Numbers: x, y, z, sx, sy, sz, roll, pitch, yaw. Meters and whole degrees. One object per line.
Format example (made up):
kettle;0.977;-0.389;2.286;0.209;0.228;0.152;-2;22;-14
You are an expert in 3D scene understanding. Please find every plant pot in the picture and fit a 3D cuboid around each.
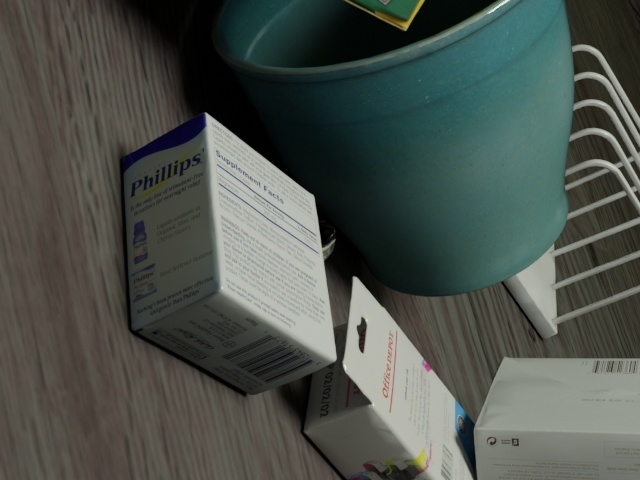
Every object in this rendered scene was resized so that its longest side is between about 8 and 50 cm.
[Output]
plant pot;0.083;-0.103;1.070;0.272;0.271;0.255;-80;154;-53

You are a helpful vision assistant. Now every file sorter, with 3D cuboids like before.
file sorter;0.282;-0.069;1.528;0.193;0.173;0.278;53;26;-26

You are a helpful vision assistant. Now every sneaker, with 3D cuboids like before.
sneaker;0.000;0.000;1.043;0.032;0.037;0.083;64;22;3

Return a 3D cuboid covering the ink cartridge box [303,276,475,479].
ink cartridge box;0.045;0.127;0.982;0.181;0.061;0.104;52;27;-29

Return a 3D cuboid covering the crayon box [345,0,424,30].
crayon box;-0.065;-0.340;0.966;0.362;0.106;0.313;25;37;-11

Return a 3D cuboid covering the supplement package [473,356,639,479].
supplement package;0.234;0.212;1.054;0.149;0.194;0.203;-46;133;-65

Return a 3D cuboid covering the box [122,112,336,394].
box;-0.059;0.011;0.865;0.126;0.072;0.137;37;37;-47
